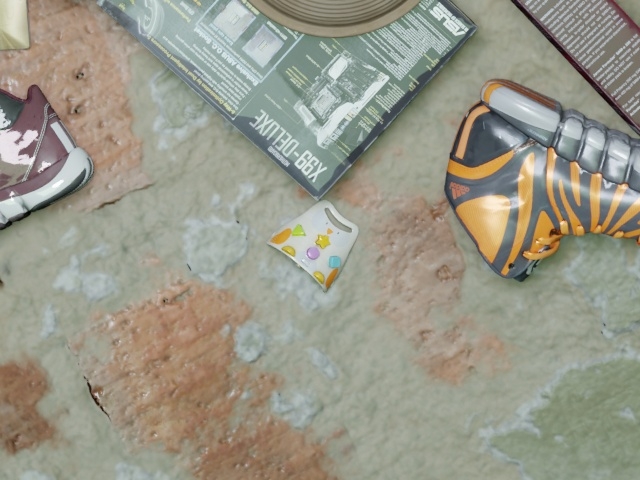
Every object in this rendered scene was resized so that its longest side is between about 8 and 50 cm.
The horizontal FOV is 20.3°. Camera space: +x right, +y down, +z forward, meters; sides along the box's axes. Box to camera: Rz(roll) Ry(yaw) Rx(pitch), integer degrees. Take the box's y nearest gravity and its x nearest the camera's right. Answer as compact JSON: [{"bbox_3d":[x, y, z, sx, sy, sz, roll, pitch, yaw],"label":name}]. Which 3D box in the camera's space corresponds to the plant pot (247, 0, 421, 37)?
[{"bbox_3d":[0.013,-0.309,1.707,0.237,0.110,0.237,0,99,1],"label":"plant pot"}]

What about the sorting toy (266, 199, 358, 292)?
[{"bbox_3d":[0.000,0.000,1.884,0.083,0.045,0.075,40,80,-6],"label":"sorting toy"}]

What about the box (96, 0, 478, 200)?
[{"bbox_3d":[-0.032,-0.230,1.816,0.307,0.076,0.242,41,99,-6],"label":"box"}]

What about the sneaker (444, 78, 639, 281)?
[{"bbox_3d":[0.276,-0.024,1.840,0.321,0.124,0.180,27,105,7],"label":"sneaker"}]

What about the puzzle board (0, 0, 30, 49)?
[{"bbox_3d":[-0.352,-0.260,1.850,0.096,0.011,0.128,-2,100,3],"label":"puzzle board"}]

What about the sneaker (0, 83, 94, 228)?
[{"bbox_3d":[-0.389,-0.072,1.851,0.281,0.106,0.162,-27,93,-4],"label":"sneaker"}]

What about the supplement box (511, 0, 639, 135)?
[{"bbox_3d":[0.273,-0.205,1.788,0.073,0.130,0.239,-44,98,8],"label":"supplement box"}]
